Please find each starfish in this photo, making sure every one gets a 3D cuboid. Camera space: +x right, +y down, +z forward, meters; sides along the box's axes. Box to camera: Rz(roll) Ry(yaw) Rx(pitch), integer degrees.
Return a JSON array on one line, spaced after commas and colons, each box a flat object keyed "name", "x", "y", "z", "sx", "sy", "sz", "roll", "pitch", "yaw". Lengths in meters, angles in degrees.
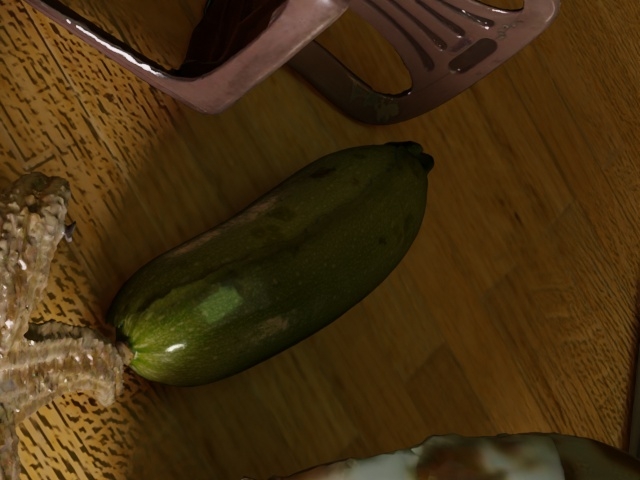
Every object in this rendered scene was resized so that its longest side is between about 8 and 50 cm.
[{"name": "starfish", "x": -0.167, "y": 0.069, "z": 0.641, "sx": 0.277, "sy": 0.062, "sz": 0.235, "roll": 39, "pitch": 63, "yaw": -61}]

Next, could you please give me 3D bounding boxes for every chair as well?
[{"name": "chair", "x": -0.008, "y": -0.149, "z": 0.872, "sx": 0.326, "sy": 0.175, "sz": 0.183, "roll": 36, "pitch": 39, "yaw": -24}]

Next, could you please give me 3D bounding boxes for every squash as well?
[{"name": "squash", "x": 0.000, "y": 0.000, "z": 0.873, "sx": 0.341, "sy": 0.094, "sz": 0.094, "roll": -33, "pitch": 98, "yaw": -51}]

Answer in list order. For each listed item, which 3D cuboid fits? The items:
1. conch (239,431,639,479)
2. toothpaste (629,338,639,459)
[{"name": "conch", "x": 0.092, "y": 0.195, "z": 0.751, "sx": 0.368, "sy": 0.249, "sz": 0.197, "roll": -16, "pitch": 59, "yaw": -16}, {"name": "toothpaste", "x": 0.274, "y": 0.129, "z": 1.159, "sx": 0.062, "sy": 0.039, "sz": 0.239, "roll": 44, "pitch": 47, "yaw": -35}]
